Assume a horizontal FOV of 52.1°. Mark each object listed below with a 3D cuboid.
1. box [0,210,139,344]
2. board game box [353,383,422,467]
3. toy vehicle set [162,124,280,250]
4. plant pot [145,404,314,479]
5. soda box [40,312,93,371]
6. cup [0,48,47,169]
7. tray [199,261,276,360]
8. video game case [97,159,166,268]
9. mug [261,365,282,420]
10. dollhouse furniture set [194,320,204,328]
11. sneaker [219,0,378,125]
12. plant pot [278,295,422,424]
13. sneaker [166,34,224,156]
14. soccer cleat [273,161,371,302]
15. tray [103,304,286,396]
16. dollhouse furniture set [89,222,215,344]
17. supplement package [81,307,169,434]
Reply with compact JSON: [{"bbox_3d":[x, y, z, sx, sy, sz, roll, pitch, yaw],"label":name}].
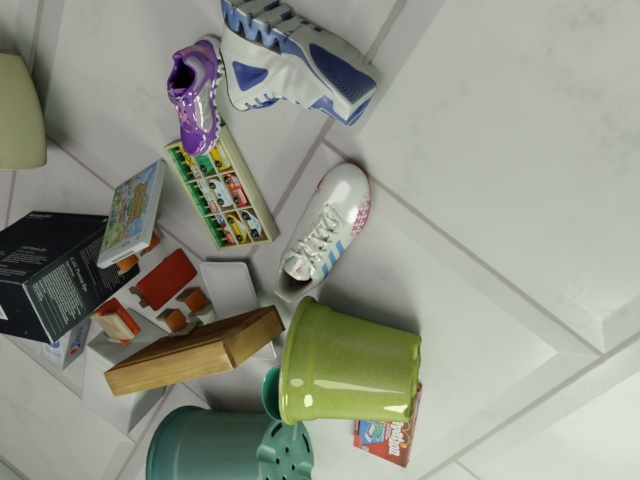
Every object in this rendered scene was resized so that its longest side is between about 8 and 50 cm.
[{"bbox_3d":[-0.705,0.079,1.658,0.343,0.312,0.178,5,124,30],"label":"box"},{"bbox_3d":[0.156,0.422,1.560,0.145,0.027,0.281,17,128,20],"label":"board game box"},{"bbox_3d":[-0.212,-0.106,1.411,0.166,0.035,0.266,-10,115,36],"label":"toy vehicle set"},{"bbox_3d":[-0.218,0.598,1.733,0.334,0.341,0.341,-13,114,28],"label":"plant pot"},{"bbox_3d":[-0.768,0.274,1.979,0.091,0.098,0.286,36,133,5],"label":"soda box"},{"bbox_3d":[-0.769,-0.314,1.457,0.331,0.331,0.236,20,104,19],"label":"cup"},{"bbox_3d":[-0.192,0.166,1.582,0.145,0.030,0.270,-1,116,33],"label":"tray"},{"bbox_3d":[-0.427,-0.058,1.477,0.193,0.212,0.023,-21,143,40],"label":"video game case"},{"bbox_3d":[-0.060,0.357,1.589,0.129,0.097,0.157,49,119,36],"label":"mug"},{"bbox_3d":[-0.287,0.284,1.739,0.076,0.058,0.152,-29,122,34],"label":"dollhouse furniture set"},{"bbox_3d":[-0.060,-0.287,1.145,0.315,0.127,0.182,40,137,11],"label":"sneaker"},{"bbox_3d":[0.075,0.267,1.368,0.254,0.276,0.276,6,125,14],"label":"plant pot"},{"bbox_3d":[-0.249,-0.269,1.251,0.095,0.104,0.236,26,123,23],"label":"sneaker"},{"bbox_3d":[0.000,0.000,1.281,0.116,0.143,0.331,33,132,8],"label":"soccer cleat"},{"bbox_3d":[-0.301,0.259,1.536,0.411,0.203,0.076,-18,97,34],"label":"tray"},{"bbox_3d":[-0.397,0.124,1.536,0.135,0.259,0.262,-13,117,48],"label":"dollhouse furniture set"},{"bbox_3d":[-0.548,0.374,1.858,0.175,0.177,0.293,31,131,10],"label":"supplement package"}]
